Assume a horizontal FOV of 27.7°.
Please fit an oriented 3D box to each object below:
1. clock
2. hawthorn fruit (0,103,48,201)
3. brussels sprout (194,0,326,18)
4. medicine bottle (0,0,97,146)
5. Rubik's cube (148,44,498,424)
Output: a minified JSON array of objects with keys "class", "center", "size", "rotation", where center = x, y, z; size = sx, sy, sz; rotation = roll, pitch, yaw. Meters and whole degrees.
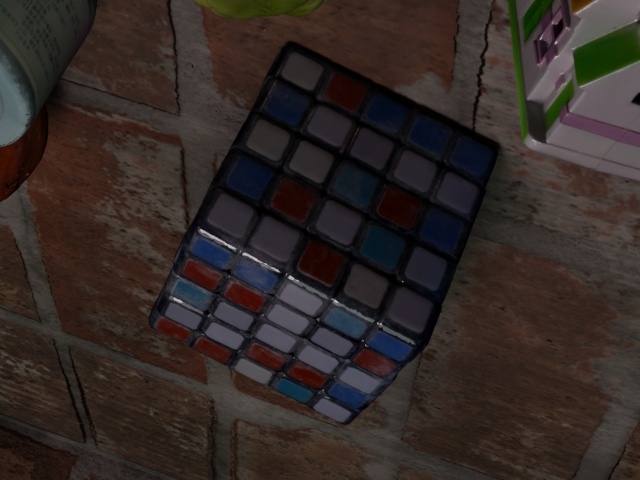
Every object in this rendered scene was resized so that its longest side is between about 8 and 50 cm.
[{"class":"clock","center":[0.278,-0.240,1.044],"size":[0.166,0.235,0.309],"rotation":[14,140,-16]},{"class":"hawthorn fruit","center":[-0.479,-0.192,1.624],"size":[0.276,0.276,0.307],"rotation":[20,135,7]},{"class":"brussels sprout","center":[-0.065,-0.323,1.132],"size":[0.273,0.243,0.317],"rotation":[31,150,0]},{"class":"medicine bottle","center":[-0.346,-0.281,1.347],"size":[0.245,0.290,0.245],"rotation":[18,150,10]},{"class":"Rubik's cube","center":[0.000,0.000,1.537],"size":[0.293,0.287,0.292],"rotation":[28,149,-5]}]
